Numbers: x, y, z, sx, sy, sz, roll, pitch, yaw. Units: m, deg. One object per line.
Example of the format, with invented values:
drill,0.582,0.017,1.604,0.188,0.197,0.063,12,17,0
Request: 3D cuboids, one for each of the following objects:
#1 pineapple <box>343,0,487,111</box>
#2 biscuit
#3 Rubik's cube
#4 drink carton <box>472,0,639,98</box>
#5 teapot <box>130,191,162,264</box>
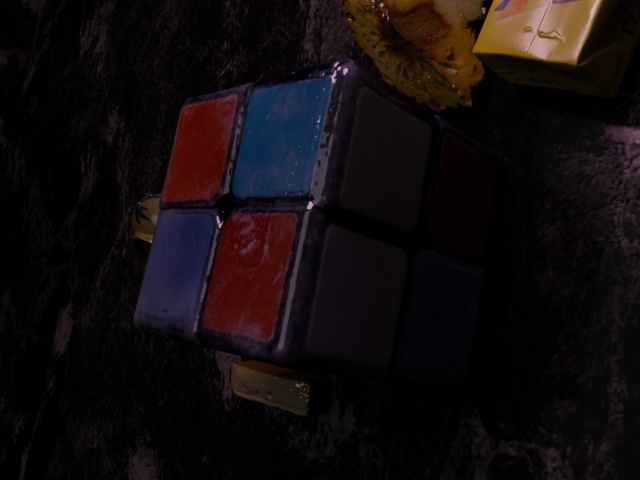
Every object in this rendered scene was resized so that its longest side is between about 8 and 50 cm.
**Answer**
pineapple,0.142,-0.303,0.940,0.164,0.250,0.140,-48,3,-19
biscuit,-0.067,0.225,1.014,0.188,0.052,0.056,3,95,47
Rubik's cube,0.000,0.000,0.829,0.318,0.316,0.313,2,78,46
drink carton,0.322,-0.353,0.766,0.154,0.111,0.351,27,98,48
teapot,-0.232,-0.026,1.210,0.269,0.173,0.182,20,59,25
